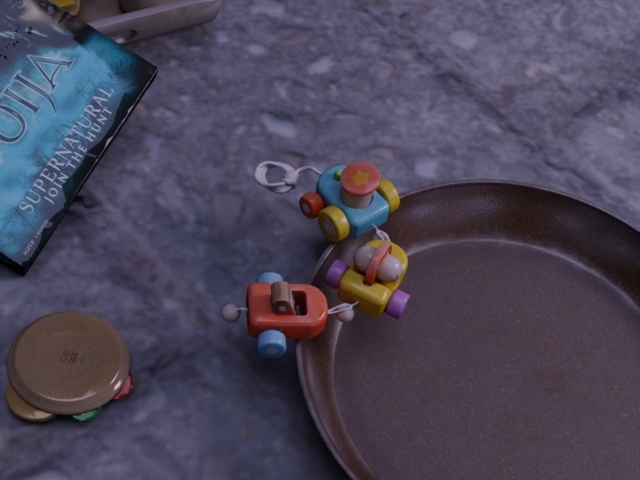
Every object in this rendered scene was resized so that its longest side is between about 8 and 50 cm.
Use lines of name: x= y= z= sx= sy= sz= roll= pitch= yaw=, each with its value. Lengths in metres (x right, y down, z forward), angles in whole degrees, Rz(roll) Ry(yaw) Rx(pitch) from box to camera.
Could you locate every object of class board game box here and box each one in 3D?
board game box: x=-0.217 y=-0.084 z=0.946 sx=0.126 sy=0.026 sz=0.186 roll=31 pitch=66 yaw=-6

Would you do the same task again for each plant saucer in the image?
plant saucer: x=0.135 y=0.091 z=0.900 sx=0.310 sy=0.050 sz=0.311 roll=4 pitch=52 yaw=-5

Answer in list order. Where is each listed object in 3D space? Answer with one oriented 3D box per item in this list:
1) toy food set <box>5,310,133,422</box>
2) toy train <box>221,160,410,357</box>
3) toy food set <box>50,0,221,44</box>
toy food set: x=-0.166 y=0.083 z=0.875 sx=0.082 sy=0.020 sz=0.083 roll=0 pitch=52 yaw=-9
toy train: x=0.000 y=0.000 z=0.888 sx=0.125 sy=0.046 sz=0.166 roll=5 pitch=52 yaw=-6
toy food set: x=-0.245 y=-0.265 z=1.086 sx=0.219 sy=0.092 sz=0.306 roll=-19 pitch=58 yaw=-22
